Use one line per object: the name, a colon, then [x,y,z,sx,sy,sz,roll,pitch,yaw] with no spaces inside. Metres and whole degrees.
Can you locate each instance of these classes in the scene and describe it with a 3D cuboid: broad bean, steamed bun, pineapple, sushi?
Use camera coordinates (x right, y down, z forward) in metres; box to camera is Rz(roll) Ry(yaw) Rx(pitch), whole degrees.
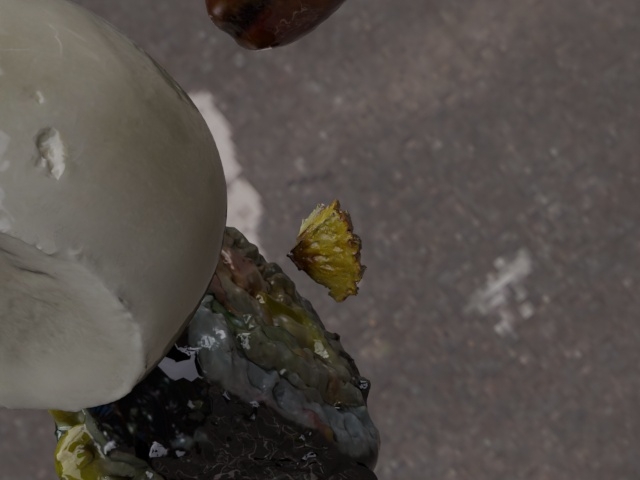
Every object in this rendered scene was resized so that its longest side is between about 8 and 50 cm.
broad bean: [-0.009,-0.271,1.669,0.228,0.122,0.156,-47,5,-10]
steamed bun: [-0.214,-0.039,1.194,0.324,0.324,0.206,-10,51,36]
pineapple: [0.000,0.000,1.857,0.077,0.114,0.114,-14,30,-3]
sushi: [-0.146,0.155,1.770,0.285,0.329,0.328,-42,49,16]
